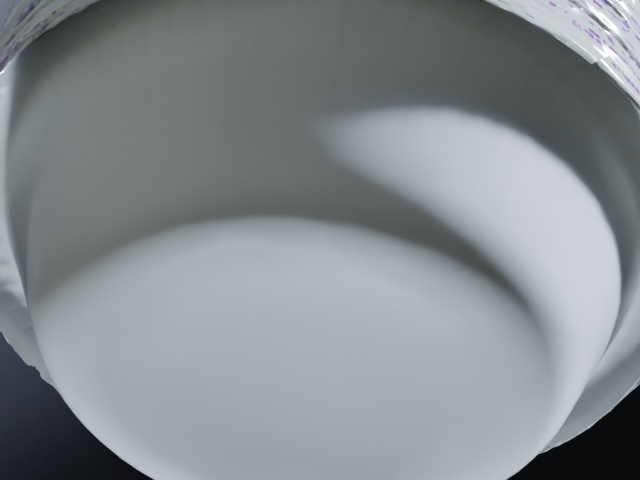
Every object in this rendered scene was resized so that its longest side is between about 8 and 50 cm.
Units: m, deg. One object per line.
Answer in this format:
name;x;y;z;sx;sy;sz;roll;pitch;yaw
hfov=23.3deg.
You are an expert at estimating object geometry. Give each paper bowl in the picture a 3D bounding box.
paper bowl;0.000;0.000;0.598;0.284;0.148;0.284;4;136;4
